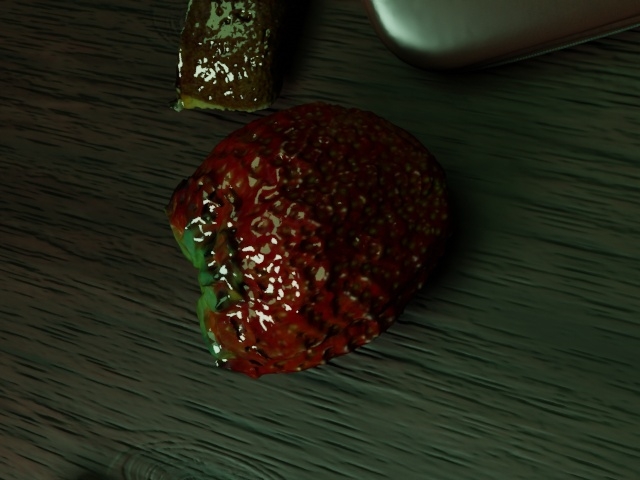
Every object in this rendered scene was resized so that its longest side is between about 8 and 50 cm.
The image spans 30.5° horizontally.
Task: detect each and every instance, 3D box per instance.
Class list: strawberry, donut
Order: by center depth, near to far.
[{"bbox_3d":[0.000,0.000,1.205,0.288,0.250,0.239,-16,64,-5],"label":"strawberry"},{"bbox_3d":[-0.094,-0.244,1.356,0.126,0.144,0.187,14,58,7],"label":"donut"}]

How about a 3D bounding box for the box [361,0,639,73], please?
[{"bbox_3d":[0.219,-0.321,1.186,0.403,0.108,0.263,-12,105,24],"label":"box"}]
